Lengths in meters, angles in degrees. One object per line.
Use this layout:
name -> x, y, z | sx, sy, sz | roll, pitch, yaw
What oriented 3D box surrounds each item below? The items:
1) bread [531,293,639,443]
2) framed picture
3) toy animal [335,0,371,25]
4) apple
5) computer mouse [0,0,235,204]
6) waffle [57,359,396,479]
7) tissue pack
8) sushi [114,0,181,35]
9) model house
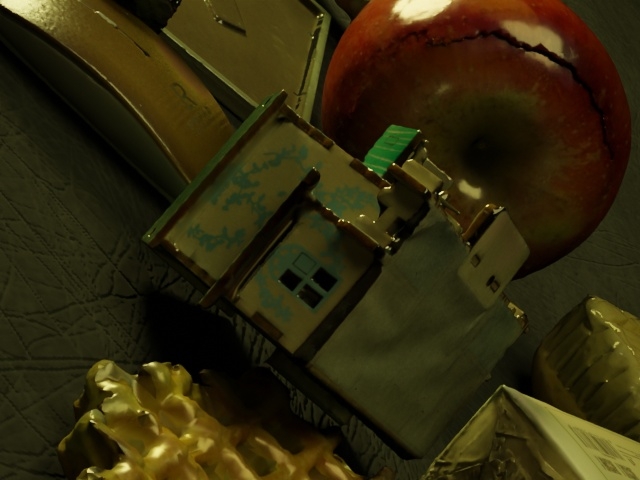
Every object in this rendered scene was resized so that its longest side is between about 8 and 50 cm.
bread -> 0.264, 0.164, 1.297 | 0.140, 0.106, 0.236 | 20, 35, -43
framed picture -> -0.090, -0.216, 1.415 | 0.232, 0.024, 0.315 | 40, 26, -15
toy animal -> 0.017, -0.278, 1.589 | 0.312, 0.097, 0.157 | 47, -16, 16
apple -> 0.131, -0.100, 1.320 | 0.272, 0.251, 0.206 | 27, 23, -12
computer mouse -> -0.146, -0.119, 1.138 | 0.245, 0.056, 0.126 | 44, 24, -3
waffle -> -0.018, 0.197, 0.846 | 0.329, 0.062, 0.329 | 38, 24, -21
tissue pack -> 0.199, 0.212, 1.076 | 0.234, 0.125, 0.159 | 25, 18, -41
sushi -> -0.147, -0.213, 1.214 | 0.098, 0.094, 0.084 | 41, 58, -20
model house -> 0.000, 0.000, 0.993 | 0.206, 0.178, 0.271 | 36, -3, 30
